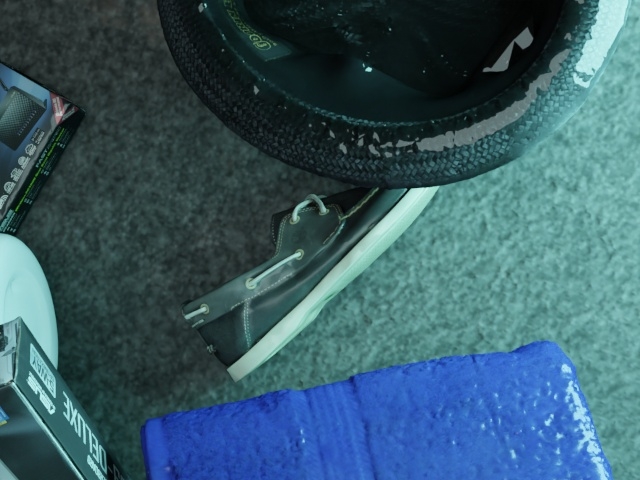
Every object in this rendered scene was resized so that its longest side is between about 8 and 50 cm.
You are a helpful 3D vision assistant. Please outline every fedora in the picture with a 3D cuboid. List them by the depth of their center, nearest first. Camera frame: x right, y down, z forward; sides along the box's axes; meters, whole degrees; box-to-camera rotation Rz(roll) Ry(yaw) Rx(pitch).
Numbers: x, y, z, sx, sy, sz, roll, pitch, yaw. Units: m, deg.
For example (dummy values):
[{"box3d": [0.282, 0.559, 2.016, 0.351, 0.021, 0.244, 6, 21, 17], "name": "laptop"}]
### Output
[{"box3d": [0.058, -0.177, 1.013, 0.334, 0.152, 0.333, -3, 80, 16], "name": "fedora"}]

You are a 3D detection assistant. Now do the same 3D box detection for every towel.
[{"box3d": [0.044, 0.194, 0.953, 0.308, 0.076, 0.227, -12, 54, -3], "name": "towel"}]

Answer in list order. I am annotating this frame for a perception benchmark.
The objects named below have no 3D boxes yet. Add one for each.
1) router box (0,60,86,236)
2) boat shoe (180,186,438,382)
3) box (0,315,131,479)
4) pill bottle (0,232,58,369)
[{"box3d": [-0.255, -0.075, 1.120, 0.092, 0.038, 0.122, 30, 89, 13], "name": "router box"}, {"box3d": [0.000, 0.000, 1.040, 0.233, 0.084, 0.079, -42, 82, 5], "name": "boat shoe"}, {"box3d": [-0.291, 0.211, 1.001, 0.308, 0.076, 0.242, -21, 124, 7], "name": "box"}, {"box3d": [-0.341, 0.080, 1.062, 0.264, 0.146, 0.146, -8, 82, 9], "name": "pill bottle"}]
